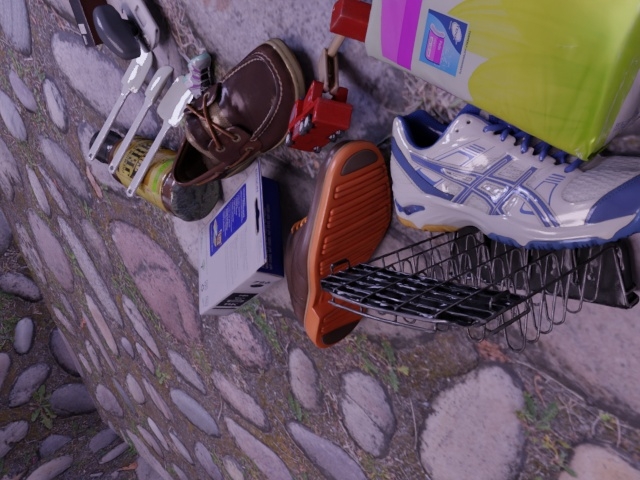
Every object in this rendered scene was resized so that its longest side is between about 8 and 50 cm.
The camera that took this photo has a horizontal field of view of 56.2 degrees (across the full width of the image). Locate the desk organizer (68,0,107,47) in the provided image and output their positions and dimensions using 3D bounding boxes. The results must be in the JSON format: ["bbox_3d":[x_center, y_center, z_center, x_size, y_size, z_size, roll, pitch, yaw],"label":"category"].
[{"bbox_3d":[-0.422,-0.426,1.098,0.047,0.050,0.130,16,128,45],"label":"desk organizer"}]

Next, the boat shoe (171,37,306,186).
[{"bbox_3d":[-0.139,-0.164,0.879,0.123,0.123,0.342,60,146,-2],"label":"boat shoe"}]

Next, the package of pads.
[{"bbox_3d":[0.160,-0.227,0.400,0.229,0.101,0.297,36,138,29],"label":"package of pads"}]

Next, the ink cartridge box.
[{"bbox_3d":[-0.129,0.011,0.995,0.332,0.065,0.166,-35,54,58],"label":"ink cartridge box"}]

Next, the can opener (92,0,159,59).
[{"bbox_3d":[-0.356,-0.429,0.972,0.076,0.095,0.284,-27,94,55],"label":"can opener"}]

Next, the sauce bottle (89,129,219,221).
[{"bbox_3d":[-0.338,-0.139,1.161,0.344,0.111,0.112,25,134,37],"label":"sauce bottle"}]

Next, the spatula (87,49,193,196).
[{"bbox_3d":[-0.324,-0.208,1.063,0.168,0.019,0.242,40,106,19],"label":"spatula"}]

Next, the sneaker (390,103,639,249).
[{"bbox_3d":[0.177,-0.073,0.569,0.296,0.111,0.131,6,116,46],"label":"sneaker"}]

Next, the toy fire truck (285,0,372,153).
[{"bbox_3d":[0.008,-0.187,0.714,0.192,0.047,0.135,168,112,-72],"label":"toy fire truck"}]

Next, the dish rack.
[{"bbox_3d":[0.145,0.042,0.567,0.208,0.271,0.074,8,109,48],"label":"dish rack"}]

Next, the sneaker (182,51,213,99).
[{"bbox_3d":[-0.181,-0.248,0.948,0.069,0.038,0.098,57,155,-1],"label":"sneaker"}]

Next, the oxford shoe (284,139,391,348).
[{"bbox_3d":[0.000,0.000,0.837,0.133,0.129,0.364,45,143,32],"label":"oxford shoe"}]
